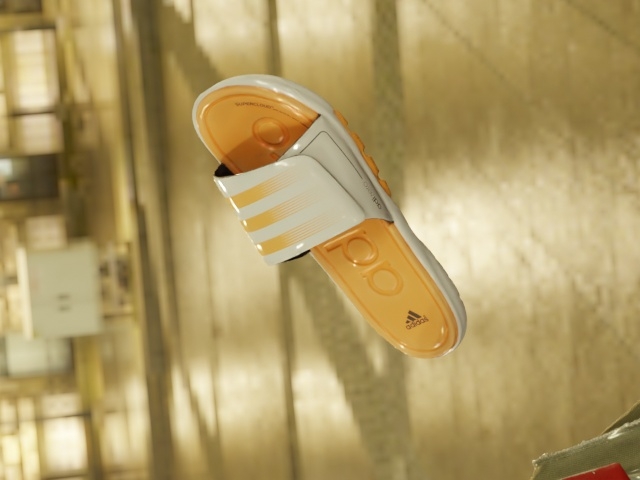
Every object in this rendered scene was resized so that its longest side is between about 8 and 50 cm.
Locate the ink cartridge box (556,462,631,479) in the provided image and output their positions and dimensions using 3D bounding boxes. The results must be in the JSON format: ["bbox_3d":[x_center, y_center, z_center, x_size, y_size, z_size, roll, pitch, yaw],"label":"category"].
[{"bbox_3d":[0.076,0.256,0.780,0.130,0.309,0.271,-41,70,32],"label":"ink cartridge box"}]

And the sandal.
[{"bbox_3d":[0.008,-0.004,1.357,0.265,0.102,0.076,49,-143,-15],"label":"sandal"}]

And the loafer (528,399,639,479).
[{"bbox_3d":[0.238,0.121,1.191,0.094,0.251,0.087,39,-141,-46],"label":"loafer"}]
